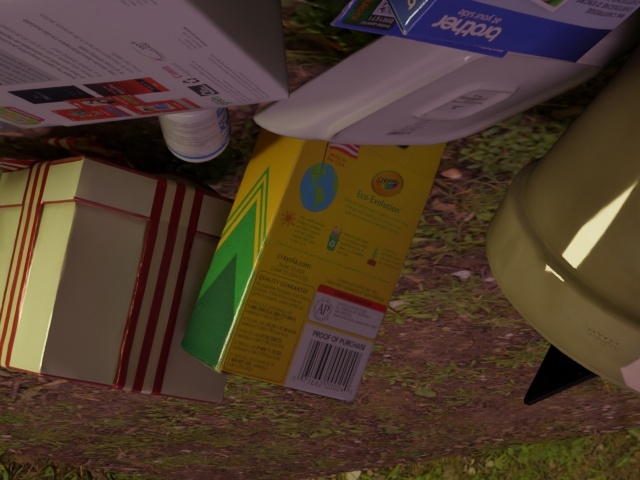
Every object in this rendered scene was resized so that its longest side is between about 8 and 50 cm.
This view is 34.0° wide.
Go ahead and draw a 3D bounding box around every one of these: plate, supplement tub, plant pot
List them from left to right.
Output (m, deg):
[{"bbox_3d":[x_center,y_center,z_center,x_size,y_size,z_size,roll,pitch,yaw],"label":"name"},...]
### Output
[{"bbox_3d":[-0.126,-0.129,1.029,0.071,0.071,0.107,-1,158,-1],"label":"supplement tub"},{"bbox_3d":[0.125,-0.140,0.940,0.277,0.045,0.278,-6,167,-46],"label":"plate"},{"bbox_3d":[0.345,-0.055,0.933,0.323,0.323,0.280,6,126,-17],"label":"plant pot"}]

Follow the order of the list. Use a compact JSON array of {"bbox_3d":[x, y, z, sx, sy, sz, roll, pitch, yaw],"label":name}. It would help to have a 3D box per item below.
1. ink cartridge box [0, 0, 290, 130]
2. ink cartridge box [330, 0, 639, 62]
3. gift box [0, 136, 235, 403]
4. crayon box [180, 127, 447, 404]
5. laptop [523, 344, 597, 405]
[{"bbox_3d":[-0.192,-0.176,0.740,0.272,0.130,0.309,-6,174,12],"label":"ink cartridge box"},{"bbox_3d":[0.167,-0.202,0.643,0.186,0.065,0.311,-1,151,-42],"label":"ink cartridge box"},{"bbox_3d":[-0.249,0.029,1.177,0.255,0.258,0.276,18,170,-41],"label":"gift box"},{"bbox_3d":[0.000,0.000,1.123,0.202,0.318,0.081,21,180,-41],"label":"crayon box"},{"bbox_3d":[0.526,0.075,1.345,0.236,0.408,0.382,38,148,-4],"label":"laptop"}]
